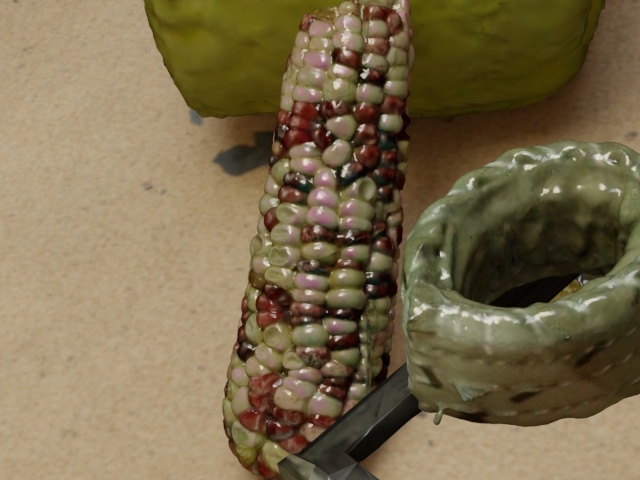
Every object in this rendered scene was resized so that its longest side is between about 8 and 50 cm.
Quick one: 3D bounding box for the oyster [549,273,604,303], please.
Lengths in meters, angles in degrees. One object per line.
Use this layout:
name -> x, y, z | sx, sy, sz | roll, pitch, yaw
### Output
oyster -> 0.163, 0.026, 1.067 | 0.093, 0.034, 0.051 | -27, 40, -6

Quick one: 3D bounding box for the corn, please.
corn -> 0.000, 0.000, 0.995 | 0.092, 0.281, 0.092 | 6, 6, -1

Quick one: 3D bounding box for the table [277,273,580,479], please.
table -> 0.183, 0.160, 0.727 | 0.272, 0.335, 0.222 | -39, 51, -22

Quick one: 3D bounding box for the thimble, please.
thimble -> 0.075, 0.017, 0.610 | 0.110, 0.062, 0.084 | -31, 49, -17

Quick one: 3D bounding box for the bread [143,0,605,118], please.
bread -> 0.045, -0.239, 1.141 | 0.307, 0.348, 0.348 | 6, 49, 5
